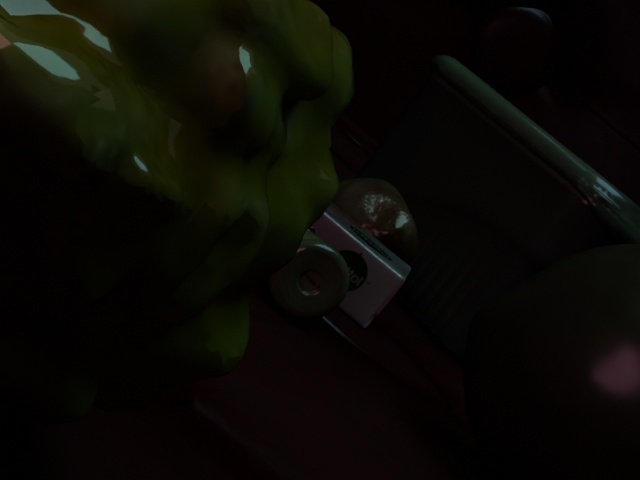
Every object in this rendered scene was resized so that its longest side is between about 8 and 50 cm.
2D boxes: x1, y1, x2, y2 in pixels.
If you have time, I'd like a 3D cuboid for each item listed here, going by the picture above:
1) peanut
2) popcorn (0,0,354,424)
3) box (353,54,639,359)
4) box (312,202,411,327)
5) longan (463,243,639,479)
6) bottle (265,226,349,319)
[{"bbox_3d":[0.034,-0.010,1.446,0.076,0.076,0.152,39,1,-9],"label":"peanut"},{"bbox_3d":[-0.117,-0.062,0.568,0.286,0.174,0.225,31,-13,27],"label":"popcorn"},{"bbox_3d":[0.139,-0.008,1.545,0.138,0.178,0.274,33,9,-42],"label":"box"},{"bbox_3d":[0.000,0.000,1.305,0.125,0.043,0.089,39,7,0],"label":"box"},{"bbox_3d":[0.180,0.093,1.082,0.212,0.198,0.198,43,7,32],"label":"longan"},{"bbox_3d":[-0.015,0.015,1.137,0.101,0.047,0.063,-134,-160,-73],"label":"bottle"}]
